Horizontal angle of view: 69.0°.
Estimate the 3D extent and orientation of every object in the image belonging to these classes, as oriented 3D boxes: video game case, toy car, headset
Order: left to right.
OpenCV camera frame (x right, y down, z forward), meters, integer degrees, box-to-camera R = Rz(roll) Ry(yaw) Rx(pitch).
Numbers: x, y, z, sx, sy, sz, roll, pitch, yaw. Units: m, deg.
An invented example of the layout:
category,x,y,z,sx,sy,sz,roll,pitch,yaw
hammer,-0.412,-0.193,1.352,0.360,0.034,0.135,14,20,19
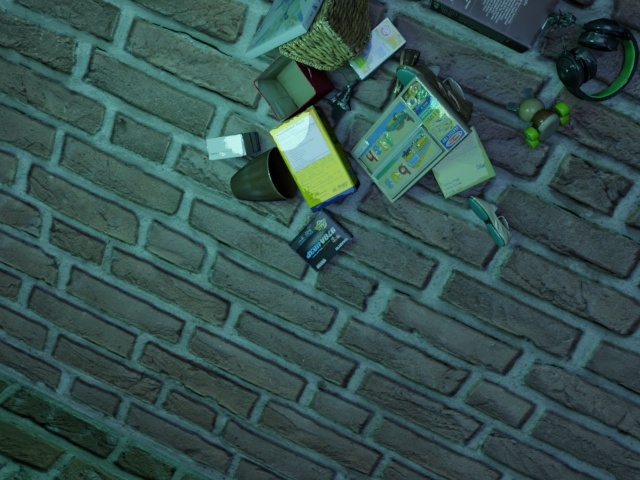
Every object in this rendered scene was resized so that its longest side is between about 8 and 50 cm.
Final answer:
category,x,y,z,sx,sy,sz,roll,pitch,yaw
video game case,-0.104,-0.788,1.607,0.036,0.329,0.299,36,68,-36
toy car,0.776,-0.462,1.698,0.155,0.149,0.188,-40,66,13
headset,0.909,-0.629,1.556,0.395,0.185,0.243,30,107,-18

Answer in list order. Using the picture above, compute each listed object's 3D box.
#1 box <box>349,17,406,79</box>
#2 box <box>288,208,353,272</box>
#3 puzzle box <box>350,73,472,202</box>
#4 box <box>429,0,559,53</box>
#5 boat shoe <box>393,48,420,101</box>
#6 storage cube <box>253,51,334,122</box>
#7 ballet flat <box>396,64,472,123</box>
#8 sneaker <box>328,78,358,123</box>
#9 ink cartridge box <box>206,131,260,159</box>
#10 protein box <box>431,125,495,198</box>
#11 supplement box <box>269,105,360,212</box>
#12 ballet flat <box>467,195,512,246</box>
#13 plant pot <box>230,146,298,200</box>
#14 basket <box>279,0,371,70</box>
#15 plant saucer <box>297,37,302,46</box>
category,x,y,z,sx,sy,sz,roll,pitch,yaw
box,0.203,-0.703,1.722,0.203,0.103,0.114,-37,96,16
box,0.000,0.000,1.969,0.175,0.051,0.220,44,107,-4
puzzle box,0.314,-0.356,1.706,0.272,0.052,0.409,51,133,8
box,0.593,-0.825,1.607,0.382,0.143,0.191,29,107,3
boat shoe,0.322,-0.608,1.742,0.073,0.073,0.206,13,107,9
storage cube,-0.093,-0.580,1.736,0.215,0.193,0.183,-31,98,32
ballet flat,0.429,-0.557,1.702,0.343,0.116,0.124,33,78,-14
sneaker,0.098,-0.541,1.813,0.170,0.051,0.089,-36,96,21
ink cartridge box,-0.341,-0.377,1.848,0.149,0.203,0.085,-6,103,11
protein box,0.516,-0.297,1.758,0.200,0.136,0.201,-26,98,15
supplement box,-0.013,-0.318,1.813,0.194,0.195,0.356,-25,100,15
ballet flat,0.672,-0.090,1.826,0.086,0.086,0.248,-33,98,16
plant pot,-0.243,-0.242,1.882,0.231,0.215,0.215,-13,102,27
basket,0.030,-0.728,1.623,0.223,0.298,0.214,-15,140,41
plant saucer,-0.005,-0.769,1.775,0.199,0.036,0.198,3,105,10
